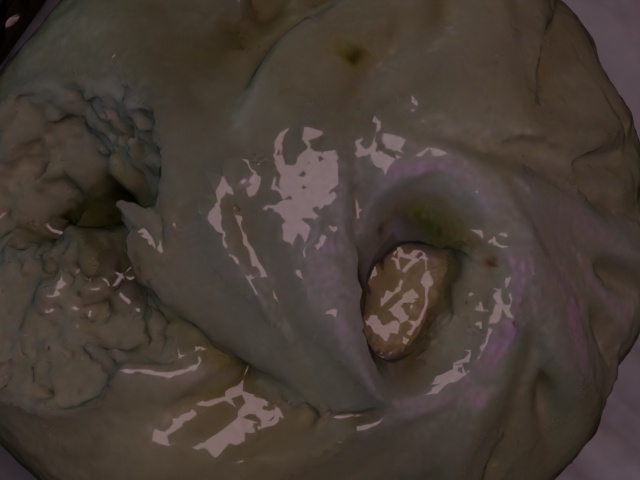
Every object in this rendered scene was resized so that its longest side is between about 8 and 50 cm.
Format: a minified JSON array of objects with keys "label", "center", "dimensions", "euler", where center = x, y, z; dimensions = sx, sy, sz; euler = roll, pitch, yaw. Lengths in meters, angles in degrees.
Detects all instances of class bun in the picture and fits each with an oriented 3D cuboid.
[{"label":"bun","center":[0.000,0.000,0.531],"dimensions":[0.193,0.128,0.178],"euler":[-4,97,-29]}]

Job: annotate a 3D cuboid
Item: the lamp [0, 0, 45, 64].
[{"label":"lamp","center":[-0.050,-0.185,0.582],"dimensions":[0.090,0.089,0.325],"euler":[33,77,-4]}]
